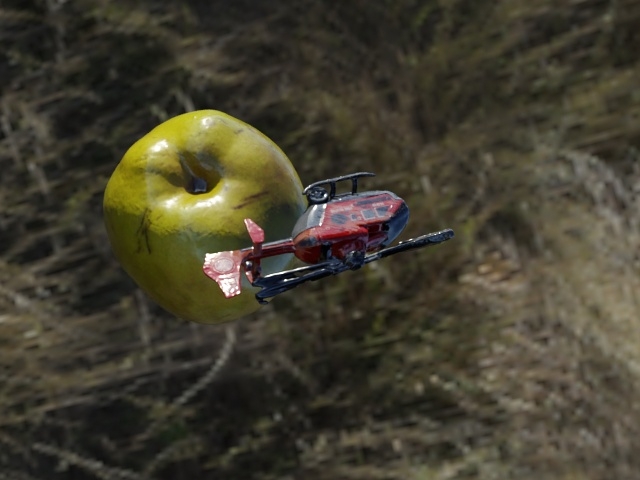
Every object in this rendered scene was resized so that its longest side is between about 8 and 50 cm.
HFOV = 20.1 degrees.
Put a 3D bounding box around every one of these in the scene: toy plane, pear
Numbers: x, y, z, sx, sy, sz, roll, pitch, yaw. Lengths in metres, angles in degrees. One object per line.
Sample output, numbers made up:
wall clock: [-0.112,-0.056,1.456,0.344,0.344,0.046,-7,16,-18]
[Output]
toy plane: [0.000,0.000,1.041,0.037,0.145,0.060,96,-27,-46]
pear: [-0.104,-0.019,1.667,0.200,0.200,0.200,35,48,-50]
